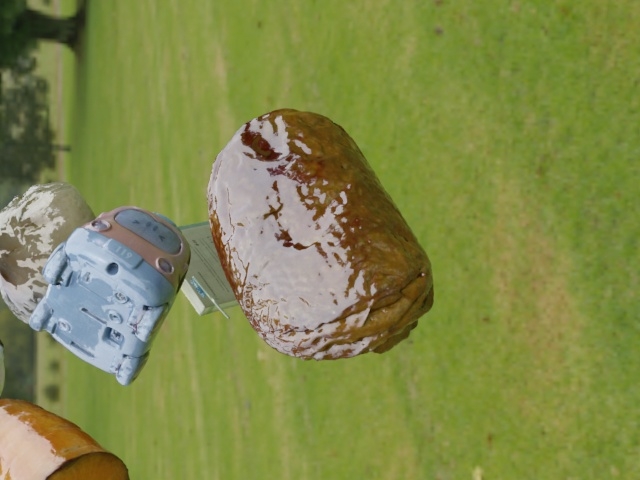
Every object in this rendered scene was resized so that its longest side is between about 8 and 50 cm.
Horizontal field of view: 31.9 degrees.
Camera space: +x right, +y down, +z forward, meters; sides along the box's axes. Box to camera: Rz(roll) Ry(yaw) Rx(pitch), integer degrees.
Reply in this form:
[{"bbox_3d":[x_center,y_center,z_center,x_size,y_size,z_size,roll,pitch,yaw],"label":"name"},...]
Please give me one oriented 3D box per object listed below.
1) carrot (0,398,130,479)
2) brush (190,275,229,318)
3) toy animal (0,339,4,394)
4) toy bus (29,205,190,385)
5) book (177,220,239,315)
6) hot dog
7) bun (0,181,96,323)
[{"bbox_3d":[-0.368,0.284,1.421,0.225,0.159,0.159,31,123,34],"label":"carrot"},{"bbox_3d":[-0.165,0.087,1.664,0.084,0.013,0.016,48,171,3],"label":"brush"},{"bbox_3d":[-0.643,0.280,1.854,0.251,0.250,0.310,-137,62,-65],"label":"toy animal"},{"bbox_3d":[-0.318,0.068,1.817,0.232,0.197,0.294,-56,-5,-44],"label":"toy bus"},{"bbox_3d":[-0.177,0.037,2.216,0.215,0.282,0.025,52,132,27],"label":"book"},{"bbox_3d":[0.000,0.000,1.528,0.174,0.267,0.388,90,156,-56],"label":"hot dog"},{"bbox_3d":[-0.527,0.039,2.142,0.281,0.204,0.282,38,143,37],"label":"bun"}]
